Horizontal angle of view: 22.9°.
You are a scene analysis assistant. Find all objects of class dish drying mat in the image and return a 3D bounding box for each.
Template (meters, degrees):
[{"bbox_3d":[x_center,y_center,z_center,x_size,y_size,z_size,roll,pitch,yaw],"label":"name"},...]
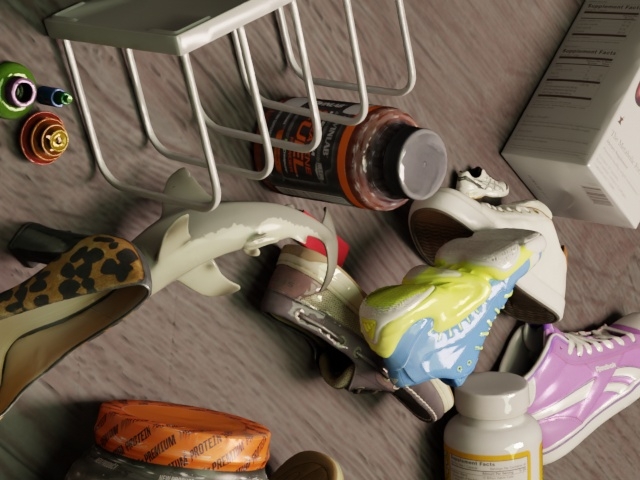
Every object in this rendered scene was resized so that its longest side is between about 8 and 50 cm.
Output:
[{"bbox_3d":[0.000,0.000,1.690,0.083,0.008,0.032,37,72,-40],"label":"dish drying mat"}]

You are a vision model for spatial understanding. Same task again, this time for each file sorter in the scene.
[{"bbox_3d":[-0.071,-0.169,1.464,0.277,0.193,0.173,-32,122,-35],"label":"file sorter"}]

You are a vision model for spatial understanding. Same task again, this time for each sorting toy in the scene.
[{"bbox_3d":[-0.250,-0.115,1.404,0.061,0.042,0.102,-47,126,-27],"label":"sorting toy"}]

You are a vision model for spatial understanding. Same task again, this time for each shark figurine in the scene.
[{"bbox_3d":[-0.091,-0.022,1.506,0.278,0.116,0.166,-13,146,-24],"label":"shark figurine"}]

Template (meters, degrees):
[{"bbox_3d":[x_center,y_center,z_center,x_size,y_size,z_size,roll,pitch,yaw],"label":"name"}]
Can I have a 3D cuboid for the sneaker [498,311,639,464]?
[{"bbox_3d":[0.328,0.139,1.968,0.282,0.102,0.161,-39,119,-32],"label":"sneaker"}]

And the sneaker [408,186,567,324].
[{"bbox_3d":[0.197,-0.012,1.825,0.290,0.106,0.123,38,59,-47],"label":"sneaker"}]

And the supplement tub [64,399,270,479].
[{"bbox_3d":[-0.153,0.329,1.470,0.207,0.207,0.338,9,92,-44],"label":"supplement tub"}]

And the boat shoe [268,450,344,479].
[{"bbox_3d":[-0.038,0.358,1.669,0.089,0.104,0.285,19,95,-48],"label":"boat shoe"}]

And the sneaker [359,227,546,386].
[{"bbox_3d":[0.146,0.076,1.665,0.240,0.091,0.126,-24,113,-26],"label":"sneaker"}]

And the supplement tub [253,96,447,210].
[{"bbox_3d":[0.032,-0.086,1.570,0.106,0.198,0.106,-9,104,-43],"label":"supplement tub"}]

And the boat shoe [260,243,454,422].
[{"bbox_3d":[0.035,0.118,1.688,0.092,0.103,0.285,-54,126,-15],"label":"boat shoe"}]

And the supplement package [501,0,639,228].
[{"bbox_3d":[0.351,-0.158,1.905,0.139,0.134,0.244,45,68,-40],"label":"supplement package"}]

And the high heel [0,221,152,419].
[{"bbox_3d":[-0.252,0.104,1.345,0.093,0.186,0.261,40,71,-41],"label":"high heel"}]

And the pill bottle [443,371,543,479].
[{"bbox_3d":[0.204,0.266,1.860,0.117,0.117,0.208,-16,109,-41],"label":"pill bottle"}]

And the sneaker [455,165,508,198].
[{"bbox_3d":[0.191,-0.068,1.842,0.083,0.032,0.037,-6,98,-45],"label":"sneaker"}]
